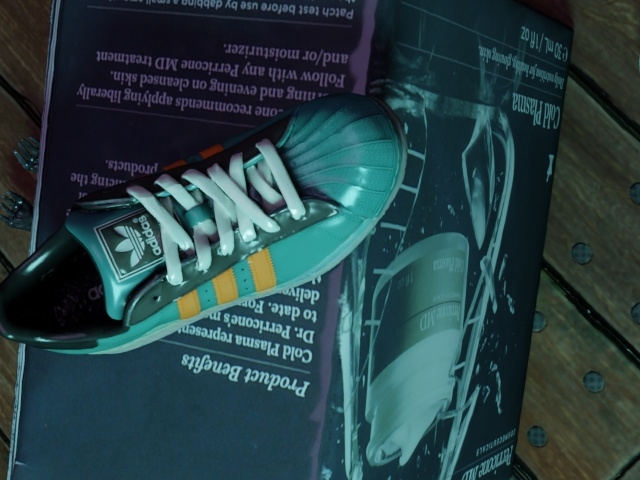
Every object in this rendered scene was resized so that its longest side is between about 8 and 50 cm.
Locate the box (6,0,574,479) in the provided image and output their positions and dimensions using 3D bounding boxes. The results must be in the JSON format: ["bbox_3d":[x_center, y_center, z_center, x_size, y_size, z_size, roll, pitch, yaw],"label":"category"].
[{"bbox_3d":[0.000,0.000,1.076,0.297,0.480,0.472,11,96,26],"label":"box"}]

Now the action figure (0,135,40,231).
[{"bbox_3d":[-0.257,-0.015,1.402,0.275,0.141,0.164,24,90,26],"label":"action figure"}]

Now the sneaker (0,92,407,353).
[{"bbox_3d":[-0.084,0.000,0.784,0.302,0.121,0.108,-30,79,22],"label":"sneaker"}]
